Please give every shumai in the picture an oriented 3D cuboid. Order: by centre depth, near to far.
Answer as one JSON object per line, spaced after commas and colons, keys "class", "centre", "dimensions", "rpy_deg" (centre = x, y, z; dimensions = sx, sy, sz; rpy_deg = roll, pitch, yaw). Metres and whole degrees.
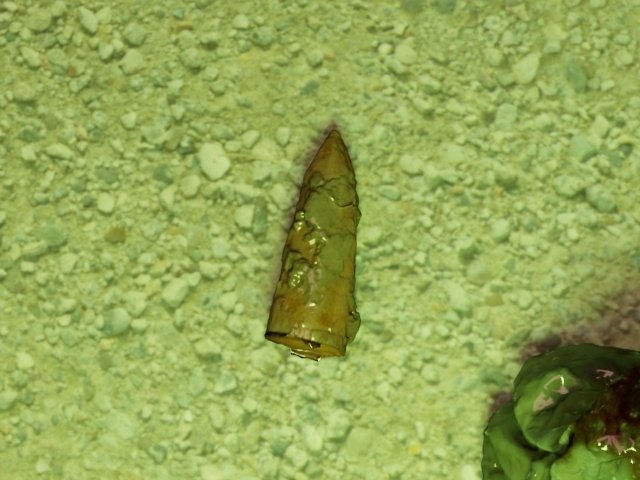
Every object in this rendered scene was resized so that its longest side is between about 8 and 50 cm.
{"class": "shumai", "centre": [0.297, 0.242, 1.202], "dimensions": [0.309, 0.263, 0.304], "rpy_deg": [16, 79, 12]}

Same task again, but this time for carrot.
{"class": "carrot", "centre": [0.000, 0.000, 1.399], "dimensions": [0.102, 0.102, 0.263], "rpy_deg": [5, 73, 10]}
